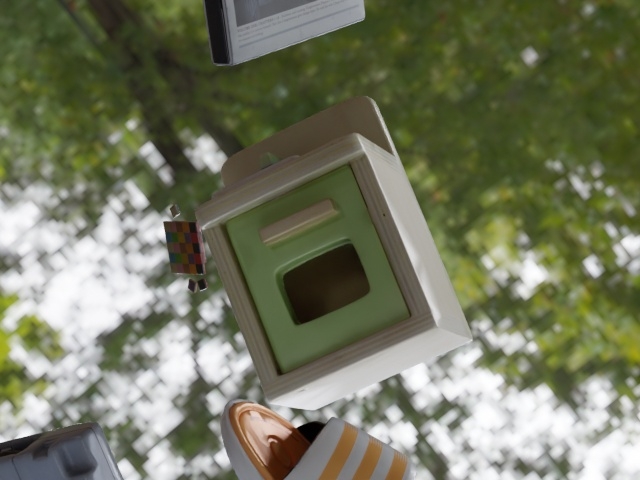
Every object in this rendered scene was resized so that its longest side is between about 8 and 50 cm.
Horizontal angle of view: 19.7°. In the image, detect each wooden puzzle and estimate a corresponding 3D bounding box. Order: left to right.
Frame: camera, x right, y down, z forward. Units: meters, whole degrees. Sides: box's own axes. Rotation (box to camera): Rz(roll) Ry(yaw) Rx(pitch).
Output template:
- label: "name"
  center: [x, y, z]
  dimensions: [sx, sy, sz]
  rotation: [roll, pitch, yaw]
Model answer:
- label: "wooden puzzle"
  center: [-0.124, 0.007, 1.700]
  dimensions: [0.006, 0.083, 0.049]
  rotation: [-17, -168, -40]

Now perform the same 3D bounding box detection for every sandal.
- label: "sandal"
  center: [0.046, 0.181, 1.230]
  dimensions: [0.076, 0.265, 0.102]
  rotation: [-43, -167, 19]

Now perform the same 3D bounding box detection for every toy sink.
- label: "toy sink"
  center: [0.000, 0.000, 1.498]
  dimensions: [0.153, 0.234, 0.131]
  rotation: [-24, 165, 14]

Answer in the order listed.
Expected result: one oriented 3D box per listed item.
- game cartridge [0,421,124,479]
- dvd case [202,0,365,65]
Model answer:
- label: "game cartridge"
  center: [-0.247, 0.256, 1.404]
  dimensions: [0.297, 0.198, 0.062]
  rotation: [-15, -164, 32]
- label: "dvd case"
  center: [-0.038, -0.277, 1.493]
  dimensions: [0.030, 0.238, 0.179]
  rotation: [7, -158, 38]
